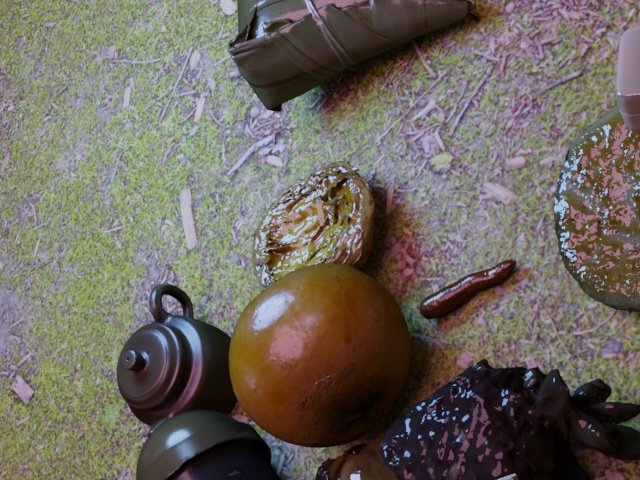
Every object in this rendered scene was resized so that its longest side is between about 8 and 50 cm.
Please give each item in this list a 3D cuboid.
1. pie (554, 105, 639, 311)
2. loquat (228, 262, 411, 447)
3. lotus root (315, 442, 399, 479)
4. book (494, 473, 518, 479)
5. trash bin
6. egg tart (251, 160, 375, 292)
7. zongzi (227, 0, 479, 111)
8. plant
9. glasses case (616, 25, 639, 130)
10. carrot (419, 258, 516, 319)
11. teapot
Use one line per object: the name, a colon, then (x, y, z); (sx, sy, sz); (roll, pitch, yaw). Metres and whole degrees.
pie: (0.439, -0.049, 1.682); (0.323, 0.071, 0.323); (-14, 68, 36)
loquat: (0.000, 0.161, 1.830); (0.263, 0.263, 0.263); (-15, 65, 35)
lotus root: (0.094, 0.421, 1.720); (0.183, 0.183, 0.309); (-32, 56, 26)
book: (0.213, 0.373, 1.524); (0.127, 0.014, 0.181); (-26, 86, 33)
trash bin: (-0.139, 0.395, 1.899); (0.214, 0.214, 0.334); (-49, 58, 14)
egg tart: (0.000, 0.000, 2.006); (0.252, 0.098, 0.232); (-54, 43, 5)
zongzi: (0.028, -0.463, 2.119); (0.418, 0.181, 0.447); (-16, 60, 18)
plant: (0.252, 0.250, 1.623); (0.312, 0.215, 0.213); (-38, 57, 29)
glasses case: (0.528, -0.220, 1.610); (0.313, 0.070, 0.131); (-6, 50, 25)
carrot: (0.209, 0.067, 1.848); (0.165, 0.036, 0.035); (-32, 56, 23)
teapot: (-0.244, 0.195, 2.078); (0.186, 0.175, 0.267); (-18, 64, 31)
